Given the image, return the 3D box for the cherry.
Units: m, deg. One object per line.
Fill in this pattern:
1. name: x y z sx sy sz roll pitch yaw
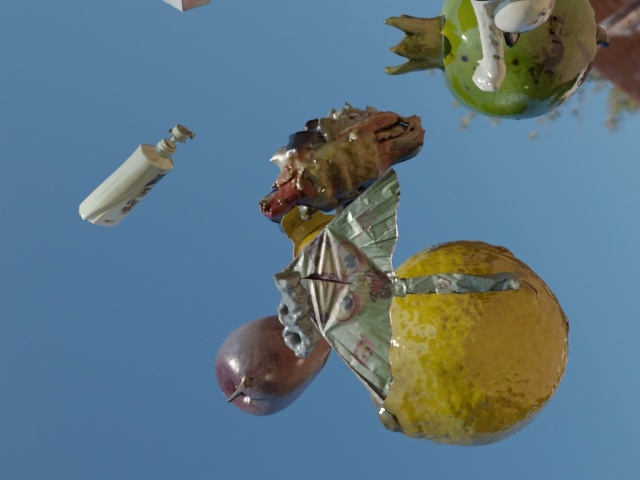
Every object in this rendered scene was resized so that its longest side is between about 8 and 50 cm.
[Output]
1. cherry: -0.046 0.134 1.287 0.148 0.188 0.115 1 -112 -19

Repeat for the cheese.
1. cheese: 0.000 0.000 2.015 0.156 0.064 0.250 -44 -86 -15

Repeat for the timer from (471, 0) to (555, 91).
1. timer: 0.103 -0.226 0.821 0.266 0.175 0.175 30 -142 -44

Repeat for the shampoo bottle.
1. shampoo bottle: -0.180 -0.066 1.115 0.049 0.141 0.034 19 -143 -47

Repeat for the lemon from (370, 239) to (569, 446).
1. lemon: 0.238 0.183 1.926 0.387 0.350 0.350 -35 -91 -18

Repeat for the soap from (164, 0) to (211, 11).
1. soap: -0.162 -0.505 1.555 0.115 0.347 0.208 33 -142 24

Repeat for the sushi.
1. sushi: 0.018 -0.103 1.341 0.103 0.226 0.097 49 165 34

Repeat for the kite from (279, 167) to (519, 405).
1. kite: 0.069 0.045 1.077 0.012 0.250 0.229 -4 -86 -63

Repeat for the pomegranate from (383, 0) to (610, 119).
1. pomegranate: 0.263 -0.308 1.710 0.341 0.260 0.260 -8 -124 -7

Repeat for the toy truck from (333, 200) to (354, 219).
1. toy truck: 0.062 -0.087 1.914 0.116 0.110 0.216 -61 -36 -77

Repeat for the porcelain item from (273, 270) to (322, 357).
1. porcelain item: -0.023 0.070 1.038 0.028 0.036 0.083 -34 -64 -48
